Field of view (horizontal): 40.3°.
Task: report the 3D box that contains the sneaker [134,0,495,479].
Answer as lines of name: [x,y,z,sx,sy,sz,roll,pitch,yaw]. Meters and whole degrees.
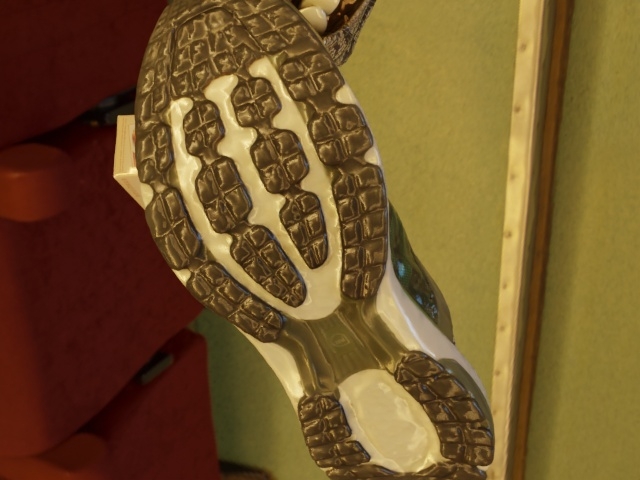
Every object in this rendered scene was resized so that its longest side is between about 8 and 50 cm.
sneaker: [0.000,0.000,0.635,0.158,0.182,0.410,-18,116,12]

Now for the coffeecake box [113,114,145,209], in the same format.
coffeecake box: [-0.093,-0.073,0.874,0.186,0.142,0.068,-3,72,6]

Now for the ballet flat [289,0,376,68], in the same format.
ballet flat: [0.074,-0.444,1.168,0.164,0.182,0.482,26,84,-7]
